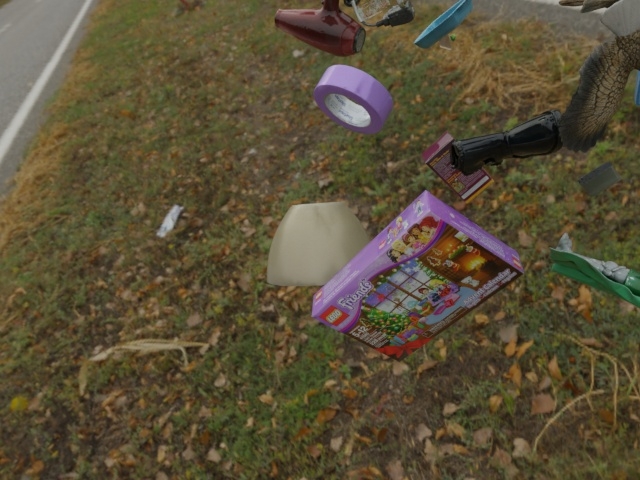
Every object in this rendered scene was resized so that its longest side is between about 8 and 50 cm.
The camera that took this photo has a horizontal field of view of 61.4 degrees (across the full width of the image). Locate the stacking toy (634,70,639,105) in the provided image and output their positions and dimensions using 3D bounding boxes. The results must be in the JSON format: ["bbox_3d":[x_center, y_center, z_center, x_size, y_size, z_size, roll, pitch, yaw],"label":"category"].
[{"bbox_3d":[0.960,-0.407,1.334,0.302,0.166,0.175,27,80,31],"label":"stacking toy"}]

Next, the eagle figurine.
[{"bbox_3d":[0.566,-0.303,0.967,0.225,0.298,0.226,-10,14,-12],"label":"eagle figurine"}]

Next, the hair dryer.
[{"bbox_3d":[0.031,-0.473,1.049,0.294,0.223,0.080,-16,18,36],"label":"hair dryer"}]

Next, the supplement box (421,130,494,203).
[{"bbox_3d":[0.398,-0.212,1.570,0.104,0.188,0.080,-43,19,20],"label":"supplement box"}]

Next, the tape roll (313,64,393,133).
[{"bbox_3d":[0.115,-0.493,1.907,0.275,0.275,0.090,16,73,42],"label":"tape roll"}]

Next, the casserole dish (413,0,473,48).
[{"bbox_3d":[0.308,-0.536,1.339,0.114,0.037,0.188,-50,15,-20],"label":"casserole dish"}]

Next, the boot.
[{"bbox_3d":[0.425,-0.221,1.262,0.207,0.094,0.246,-13,-1,-3],"label":"boot"}]

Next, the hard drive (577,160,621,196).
[{"bbox_3d":[0.801,-0.174,1.548,0.094,0.135,0.022,-36,58,26],"label":"hard drive"}]

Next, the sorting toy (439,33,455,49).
[{"bbox_3d":[0.379,-0.601,1.612,0.012,0.062,0.083,-34,39,-10],"label":"sorting toy"}]

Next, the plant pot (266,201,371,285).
[{"bbox_3d":[0.000,0.000,1.366,0.284,0.190,0.284,-4,4,0],"label":"plant pot"}]

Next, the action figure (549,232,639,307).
[{"bbox_3d":[0.424,0.064,0.708,0.232,0.137,0.063,31,98,30],"label":"action figure"}]

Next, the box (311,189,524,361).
[{"bbox_3d":[0.150,0.074,0.892,0.293,0.201,0.057,-46,24,33],"label":"box"}]
